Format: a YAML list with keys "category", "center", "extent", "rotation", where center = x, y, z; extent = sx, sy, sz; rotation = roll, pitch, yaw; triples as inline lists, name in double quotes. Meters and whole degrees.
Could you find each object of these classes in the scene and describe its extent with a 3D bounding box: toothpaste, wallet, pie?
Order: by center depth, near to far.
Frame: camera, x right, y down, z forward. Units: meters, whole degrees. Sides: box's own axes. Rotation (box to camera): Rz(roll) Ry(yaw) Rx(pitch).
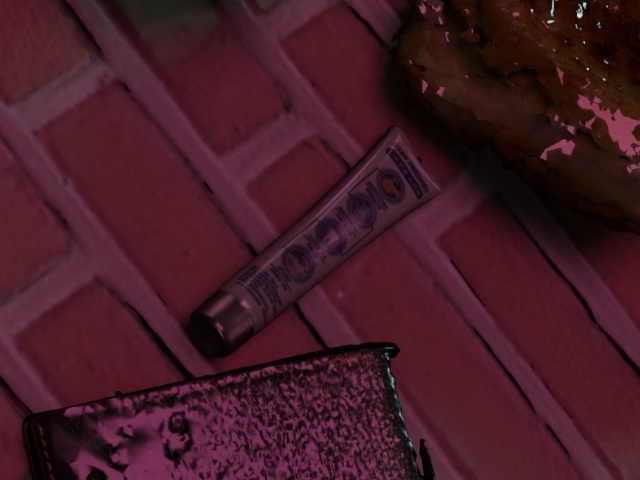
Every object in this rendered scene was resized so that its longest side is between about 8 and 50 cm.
- category: "wallet"
  center: [-0.039, 0.187, 1.073]
  extent: [0.262, 0.071, 0.221]
  rotation: [-9, 76, -22]
- category: "toothpaste"
  center: [0.000, 0.000, 1.178]
  extent: [0.239, 0.039, 0.062]
  rotation: [-41, 95, -34]
- category: "pie"
  center: [0.227, -0.151, 1.296]
  extent: [0.355, 0.103, 0.288]
  rotation: [-24, 69, -34]
